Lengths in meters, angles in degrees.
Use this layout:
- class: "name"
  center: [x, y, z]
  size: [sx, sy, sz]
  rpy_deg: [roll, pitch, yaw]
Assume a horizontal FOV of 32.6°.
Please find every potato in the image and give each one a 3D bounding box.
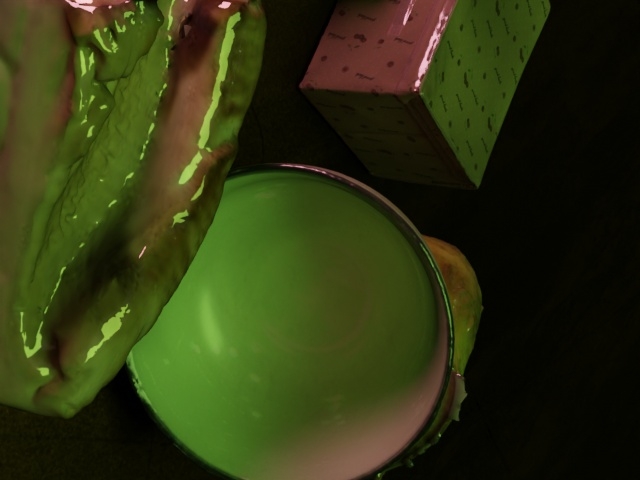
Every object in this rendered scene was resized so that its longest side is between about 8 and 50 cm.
- class: "potato"
  center: [0.078, 0.128, 1.399]
  size: [0.301, 0.289, 0.237]
  rpy_deg: [63, 20, 2]

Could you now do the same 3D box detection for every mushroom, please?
- class: "mushroom"
  center: [-0.213, -0.056, 0.996]
  size: [0.314, 0.224, 0.397]
  rpy_deg: [-22, 124, -66]

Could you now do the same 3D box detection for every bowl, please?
- class: "bowl"
  center: [-0.023, 0.078, 1.188]
  size: [0.185, 0.354, 0.353]
  rpy_deg: [-47, 139, -73]

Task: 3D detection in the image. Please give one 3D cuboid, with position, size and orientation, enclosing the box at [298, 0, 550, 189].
- class: "box"
  center: [0.144, -0.255, 1.430]
  size: [0.225, 0.190, 0.297]
  rpy_deg: [46, 62, -49]
